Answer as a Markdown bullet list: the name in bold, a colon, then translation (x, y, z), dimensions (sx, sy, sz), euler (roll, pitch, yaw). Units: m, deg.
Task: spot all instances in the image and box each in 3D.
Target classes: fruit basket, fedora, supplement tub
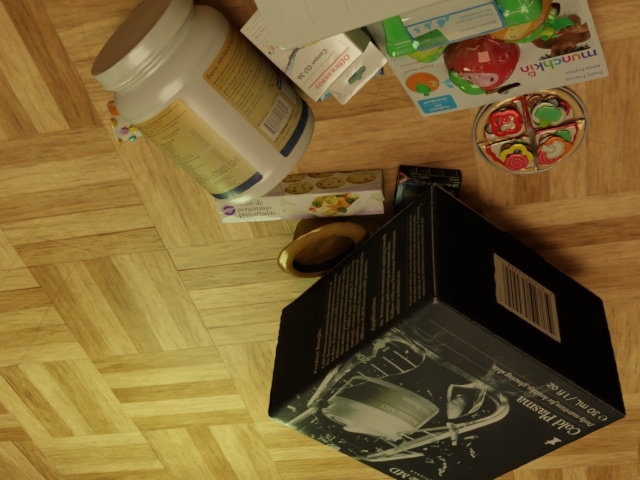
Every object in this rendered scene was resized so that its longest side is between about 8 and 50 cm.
- **fruit basket**: translation (0.240, -0.313, 1.216), dimensions (0.326, 0.166, 0.353), euler (-9, 143, 27)
- **fedora**: translation (0.000, 0.000, 1.591), dimensions (0.194, 0.079, 0.194), euler (-12, 148, -7)
- **supplement tub**: translation (-0.186, -0.231, 1.295), dimensions (0.228, 0.228, 0.316), euler (-28, 125, 28)

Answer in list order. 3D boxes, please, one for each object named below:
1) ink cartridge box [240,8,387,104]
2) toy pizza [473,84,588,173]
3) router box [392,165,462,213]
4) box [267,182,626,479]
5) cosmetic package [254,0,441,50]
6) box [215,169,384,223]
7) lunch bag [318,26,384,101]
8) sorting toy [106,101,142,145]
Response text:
- **ink cartridge box**: translation (-0.007, -0.297, 1.210), dimensions (0.198, 0.067, 0.115), euler (41, 122, -11)
- **toy pizza**: translation (0.374, -0.191, 1.421), dimensions (0.201, 0.032, 0.201), euler (3, 134, 3)
- **router box**: translation (0.203, -0.093, 1.527), dimensions (0.122, 0.038, 0.092), euler (5, 135, 1)
- **box**: translation (0.233, 0.225, 1.557), dimensions (0.479, 0.298, 0.471), euler (31, 131, -22)
- **cosmetic package**: translation (0.079, -0.494, 0.949), dimensions (0.393, 0.328, 0.329), euler (-14, 131, 16)
- **box**: translation (-0.037, -0.084, 1.538), dimensions (0.323, 0.067, 0.063), euler (-3, 133, 9)
- **lunch bag**: translation (0.013, -0.319, 1.285), dimensions (0.128, 0.096, 0.151), euler (-21, 138, 24)
- **sorting toy**: translation (-0.343, -0.214, 1.464), dimensions (0.075, 0.045, 0.083), euler (-15, 134, -7)
